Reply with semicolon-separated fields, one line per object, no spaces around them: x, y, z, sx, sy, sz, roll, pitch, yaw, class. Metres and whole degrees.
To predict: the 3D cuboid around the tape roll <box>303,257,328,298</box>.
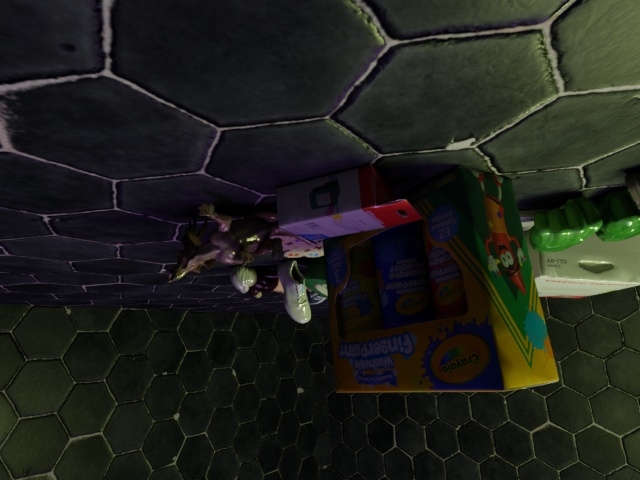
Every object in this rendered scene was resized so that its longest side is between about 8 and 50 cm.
0.101;0.155;1.413;0.321;0.077;0.321;17;163;5;tape roll

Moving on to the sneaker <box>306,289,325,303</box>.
-0.003;0.197;1.720;0.282;0.099;0.153;-20;165;28;sneaker

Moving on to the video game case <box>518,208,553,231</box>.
0.444;-0.038;1.080;0.212;0.023;0.193;-3;165;-6;video game case

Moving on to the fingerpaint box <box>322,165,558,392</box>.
0.194;0.115;0.871;0.163;0.371;0.444;6;161;-32;fingerpaint box

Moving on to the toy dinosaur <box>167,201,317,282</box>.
-0.166;-0.007;0.862;0.295;0.127;0.200;-11;178;-27;toy dinosaur

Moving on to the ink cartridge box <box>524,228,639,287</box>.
0.718;0.071;1.252;0.279;0.161;0.385;3;167;5;ink cartridge box

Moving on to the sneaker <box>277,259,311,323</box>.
-0.074;0.164;1.356;0.080;0.212;0.094;-19;177;-38;sneaker

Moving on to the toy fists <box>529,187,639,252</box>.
0.610;-0.047;0.930;0.279;0.096;0.142;-10;164;8;toy fists

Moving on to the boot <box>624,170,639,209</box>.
0.687;-0.087;0.736;0.189;0.076;0.208;44;141;-18;boot

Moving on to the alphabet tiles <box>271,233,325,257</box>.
0.000;0.000;1.110;0.284;0.021;0.278;-1;163;-11;alphabet tiles

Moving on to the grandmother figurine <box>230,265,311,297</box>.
-0.181;0.149;1.515;0.342;0.104;0.208;16;128;-47;grandmother figurine

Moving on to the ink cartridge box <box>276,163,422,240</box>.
0.053;-0.065;0.755;0.230;0.078;0.134;-10;165;24;ink cartridge box
